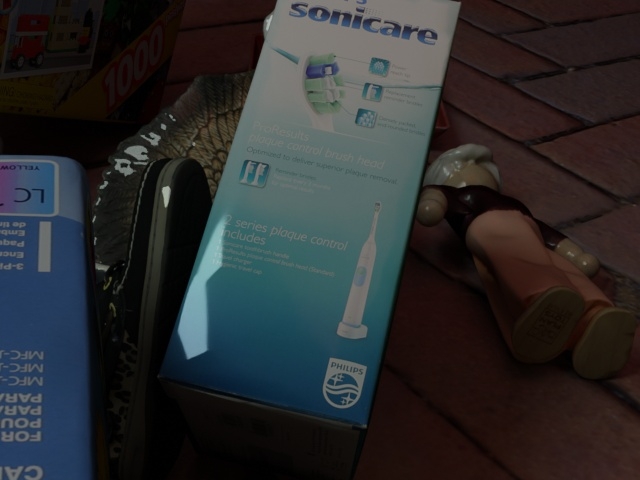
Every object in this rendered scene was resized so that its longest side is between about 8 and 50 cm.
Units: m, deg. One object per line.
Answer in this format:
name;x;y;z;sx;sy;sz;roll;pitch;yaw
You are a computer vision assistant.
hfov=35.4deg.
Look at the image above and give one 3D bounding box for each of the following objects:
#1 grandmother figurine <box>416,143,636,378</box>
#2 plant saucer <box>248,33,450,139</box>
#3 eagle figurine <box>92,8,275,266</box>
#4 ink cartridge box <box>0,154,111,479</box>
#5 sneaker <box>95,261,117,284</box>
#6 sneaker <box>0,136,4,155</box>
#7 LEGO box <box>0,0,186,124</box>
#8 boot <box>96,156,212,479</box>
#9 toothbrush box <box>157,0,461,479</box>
grandmother figurine;0.180;-0.002;1.012;0.207;0.104;0.342;29;19;-24
plant saucer;0.029;-0.199;1.346;0.258;0.048;0.259;7;31;-5
eagle figurine;-0.044;-0.064;0.938;0.225;0.226;0.298;49;37;-12
ink cartridge box;-0.163;0.169;0.432;0.151;0.270;0.395;-3;32;-11
sneaker;-0.207;0.042;0.814;0.275;0.107;0.110;17;21;12
sneaker;-0.491;-0.071;0.934;0.366;0.135;0.150;8;66;-20
LEGO box;-0.295;-0.321;0.978;0.193;0.373;0.500;17;9;11
boot;-0.172;0.045;0.689;0.178;0.236;0.085;14;16;15
toothbrush box;0.000;0.000;0.697;0.126;0.216;0.296;14;68;5
